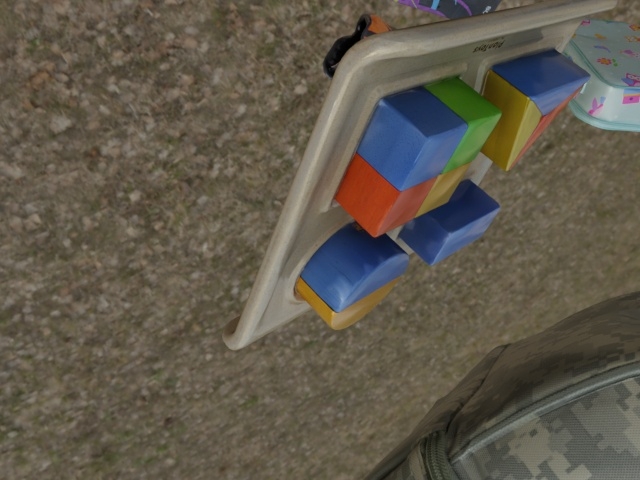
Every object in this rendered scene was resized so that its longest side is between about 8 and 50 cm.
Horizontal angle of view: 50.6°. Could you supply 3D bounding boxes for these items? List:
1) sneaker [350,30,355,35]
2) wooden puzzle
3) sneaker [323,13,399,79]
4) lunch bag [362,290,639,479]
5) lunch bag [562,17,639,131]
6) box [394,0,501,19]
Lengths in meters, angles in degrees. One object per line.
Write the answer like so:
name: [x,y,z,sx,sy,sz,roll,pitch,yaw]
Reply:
sneaker: [0.152,-0.369,1.315,0.256,0.094,0.151,-30,125,-30]
wooden puzzle: [0.094,-0.045,0.589,0.322,0.080,0.347,-26,156,-41]
sneaker: [0.085,-0.204,1.033,0.125,0.321,0.180,-26,148,36]
lunch bag: [0.191,0.149,0.439,0.256,0.212,0.305,-49,163,21]
lunch bag: [0.541,-0.308,1.247,0.224,0.279,0.107,-1,132,-7]
box: [0.131,-0.297,0.722,0.162,0.029,0.116,10,148,-16]
